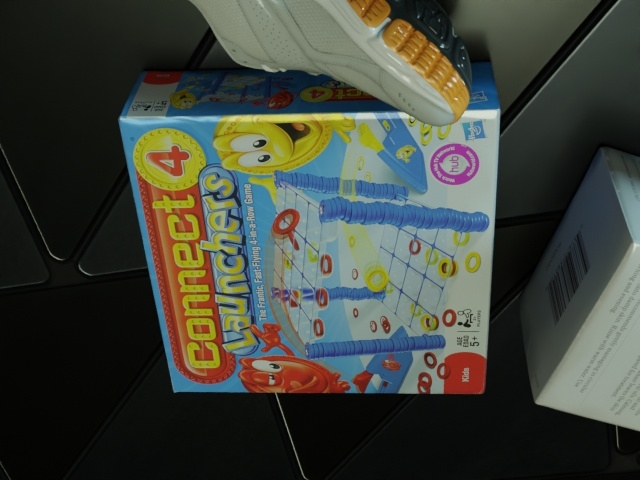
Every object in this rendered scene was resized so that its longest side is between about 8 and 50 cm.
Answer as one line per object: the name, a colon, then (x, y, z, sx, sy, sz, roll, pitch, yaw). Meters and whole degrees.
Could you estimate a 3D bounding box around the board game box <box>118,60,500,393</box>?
board game box: (0.000, 0.000, 0.856, 0.302, 0.086, 0.308, -1, 125, 5)

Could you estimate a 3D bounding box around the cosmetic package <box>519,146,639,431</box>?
cosmetic package: (0.385, 0.079, 0.836, 0.365, 0.155, 0.197, 16, 126, -7)

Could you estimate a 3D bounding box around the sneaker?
sneaker: (-0.006, -0.163, 0.725, 0.262, 0.099, 0.121, 39, 131, 1)
